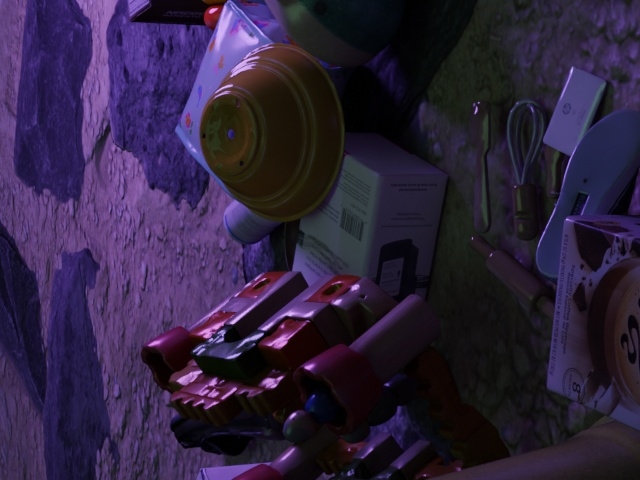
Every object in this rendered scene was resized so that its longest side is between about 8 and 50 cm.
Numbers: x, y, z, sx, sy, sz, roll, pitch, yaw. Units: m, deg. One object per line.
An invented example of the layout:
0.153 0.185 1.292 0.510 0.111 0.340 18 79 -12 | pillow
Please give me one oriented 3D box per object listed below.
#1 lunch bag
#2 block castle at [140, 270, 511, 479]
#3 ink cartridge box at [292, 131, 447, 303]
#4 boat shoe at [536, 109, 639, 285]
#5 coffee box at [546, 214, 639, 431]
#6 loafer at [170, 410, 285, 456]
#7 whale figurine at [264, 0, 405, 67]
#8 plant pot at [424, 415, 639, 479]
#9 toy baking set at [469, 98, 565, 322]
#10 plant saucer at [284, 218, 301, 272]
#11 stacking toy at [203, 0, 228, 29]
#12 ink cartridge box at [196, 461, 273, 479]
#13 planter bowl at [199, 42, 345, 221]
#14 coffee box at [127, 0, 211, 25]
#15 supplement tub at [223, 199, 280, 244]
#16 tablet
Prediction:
-0.061 -0.171 1.950 0.223 0.160 0.262 -68 30 19 | lunch bag
-0.012 0.218 1.703 0.453 0.213 0.303 1 124 59 | block castle
0.053 0.005 1.830 0.172 0.100 0.237 39 125 55 | ink cartridge box
0.269 -0.032 1.448 0.065 0.083 0.183 22 80 38 | boat shoe
0.331 0.085 1.281 0.297 0.119 0.168 21 110 61 | coffee box
-0.135 0.277 2.208 0.302 0.109 0.095 -35 65 55 | loafer
-0.007 -0.338 1.802 0.141 0.216 0.272 -42 84 24 | whale figurine
0.207 0.300 1.386 0.276 0.254 0.276 6 97 62 | plant pot
0.225 -0.036 1.579 0.256 0.030 0.196 41 122 47 | toy baking set
0.000 0.000 2.009 0.168 0.029 0.168 7 98 61 | plant saucer
-0.122 -0.381 2.138 0.141 0.141 0.330 5 103 62 | stacking toy
-0.113 0.412 2.109 0.092 0.159 0.218 64 144 39 | ink cartridge box
-0.080 -0.128 1.802 0.217 0.090 0.217 5 97 41 | planter bowl
-0.220 -0.458 2.285 0.098 0.141 0.246 -15 79 61 | coffee box
-0.088 -0.042 2.130 0.107 0.071 0.071 -36 60 58 | supplement tub
0.255 -0.129 1.514 0.054 0.006 0.083 35 109 50 | tablet
